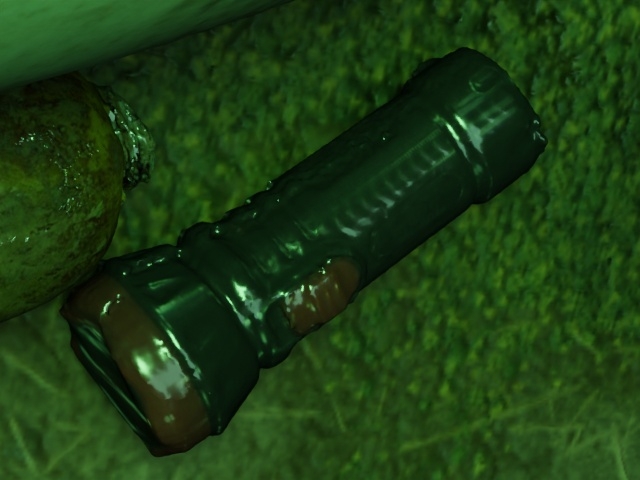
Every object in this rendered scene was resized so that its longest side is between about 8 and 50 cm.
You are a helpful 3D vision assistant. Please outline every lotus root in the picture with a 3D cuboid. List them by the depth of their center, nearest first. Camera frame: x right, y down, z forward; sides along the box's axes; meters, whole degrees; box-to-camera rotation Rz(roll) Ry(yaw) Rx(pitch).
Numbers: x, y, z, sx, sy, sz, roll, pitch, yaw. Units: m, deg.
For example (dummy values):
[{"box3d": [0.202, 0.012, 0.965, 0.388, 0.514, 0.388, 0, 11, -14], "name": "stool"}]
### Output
[{"box3d": [-0.163, -0.018, 0.743, 0.209, 0.120, 0.120, -17, 115, -25], "name": "lotus root"}]

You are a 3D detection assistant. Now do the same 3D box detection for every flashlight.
[{"box3d": [0.000, 0.000, 0.859, 0.232, 0.093, 0.093, -34, 121, -16], "name": "flashlight"}]

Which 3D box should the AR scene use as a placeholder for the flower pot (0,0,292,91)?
[{"box3d": [-0.095, -0.184, 0.625, 0.330, 0.293, 0.293, -11, 112, -32], "name": "flower pot"}]
